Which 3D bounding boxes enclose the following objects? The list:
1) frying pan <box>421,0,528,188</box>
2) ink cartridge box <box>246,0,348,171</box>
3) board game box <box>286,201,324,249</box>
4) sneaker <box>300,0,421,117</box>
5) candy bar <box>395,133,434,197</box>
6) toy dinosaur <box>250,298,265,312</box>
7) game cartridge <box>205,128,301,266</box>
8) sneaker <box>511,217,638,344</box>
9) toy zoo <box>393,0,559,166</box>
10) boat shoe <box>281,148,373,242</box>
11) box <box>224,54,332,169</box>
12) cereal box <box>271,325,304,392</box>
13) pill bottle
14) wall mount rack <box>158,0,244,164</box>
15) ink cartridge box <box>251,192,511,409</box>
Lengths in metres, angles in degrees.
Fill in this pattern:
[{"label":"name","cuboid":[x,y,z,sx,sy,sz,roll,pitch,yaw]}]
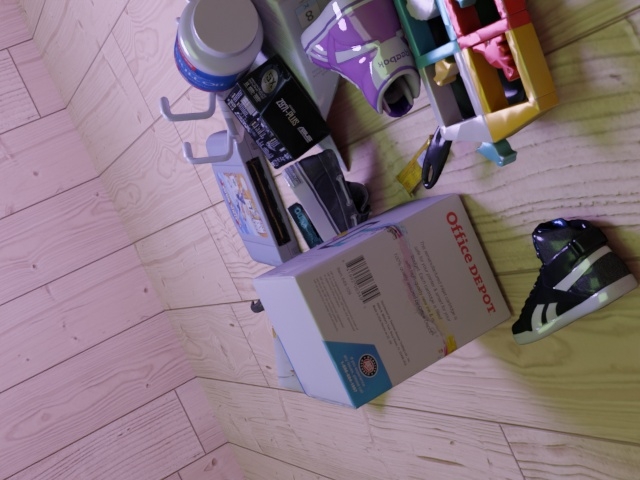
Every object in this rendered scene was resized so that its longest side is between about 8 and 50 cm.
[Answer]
[{"label":"frying pan","cuboid":[0.188,-0.169,1.161,0.197,0.053,0.326,39,148,46]},{"label":"ink cartridge box","cuboid":[-0.062,-0.323,1.558,0.308,0.091,0.385,45,169,37]},{"label":"board game box","cuboid":[0.000,0.000,1.696,0.126,0.026,0.186,60,-173,8]},{"label":"sneaker","cuboid":[0.054,-0.225,1.276,0.161,0.102,0.282,63,175,-3]},{"label":"candy bar","cuboid":[0.141,-0.104,1.388,0.040,0.018,0.161,56,157,9]},{"label":"toy dinosaur","cuboid":[-0.049,0.126,1.990,0.313,0.121,0.160,-156,55,-64]},{"label":"game cartridge","cuboid":[-0.142,-0.083,2.003,0.198,0.062,0.297,5,119,60]},{"label":"sneaker","cuboid":[0.282,0.041,1.175,0.121,0.079,0.217,62,150,11]},{"label":"toy zoo","cuboid":[0.161,-0.223,1.076,0.192,0.030,0.293,-10,103,65]},{"label":"boat shoe","cuboid":[0.036,-0.048,1.577,0.108,0.102,0.301,60,-177,36]},{"label":"box","cuboid":[-0.071,-0.198,1.547,0.147,0.077,0.180,53,170,-6]},{"label":"cereal box","cuboid":[-0.001,0.233,1.885,0.173,0.047,0.240,14,146,12]},{"label":"pill bottle","cuboid":[-0.150,-0.296,1.436,0.124,0.124,0.221,64,170,-2]},{"label":"wall mount rack","cuboid":[-0.217,-0.314,1.732,0.350,0.130,0.304,78,-171,-73]},{"label":"ink cartridge box","cuboid":[0.084,0.081,1.388,0.198,0.270,0.197,66,160,-6]}]
